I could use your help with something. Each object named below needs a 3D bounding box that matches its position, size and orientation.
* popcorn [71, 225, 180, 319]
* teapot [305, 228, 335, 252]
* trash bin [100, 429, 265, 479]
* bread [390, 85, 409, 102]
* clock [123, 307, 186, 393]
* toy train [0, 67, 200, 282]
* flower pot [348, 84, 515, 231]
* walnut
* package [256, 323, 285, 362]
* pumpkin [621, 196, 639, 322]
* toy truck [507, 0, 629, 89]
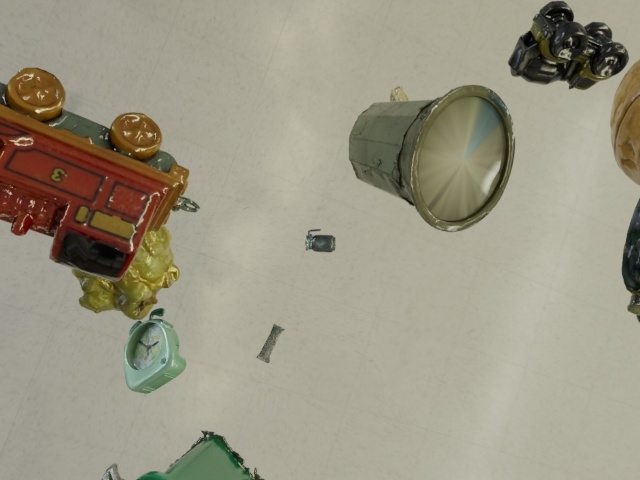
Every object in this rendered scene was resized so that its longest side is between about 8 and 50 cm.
[{"bbox_3d":[-0.484,0.065,1.374,0.252,0.215,0.286,30,112,-16],"label":"popcorn"},{"bbox_3d":[0.000,0.004,1.496,0.083,0.063,0.049,2,60,-1],"label":"teapot"},{"bbox_3d":[-0.249,0.489,0.917,0.259,0.381,0.295,-43,86,0],"label":"trash bin"},{"bbox_3d":[0.200,-0.316,1.346,0.053,0.072,0.105,-17,73,17],"label":"bread"},{"bbox_3d":[-0.403,0.259,1.325,0.148,0.188,0.060,-32,144,15],"label":"clock"},{"bbox_3d":[-0.359,-0.086,0.801,0.369,0.163,0.231,22,51,-21],"label":"toy train"},{"bbox_3d":[0.150,-0.134,0.849,0.212,0.203,0.212,-13,112,-35],"label":"flower pot"},{"bbox_3d":[0.448,-0.144,0.686,0.165,0.165,0.197,-47,145,-12],"label":"walnut"},{"bbox_3d":[-0.132,0.273,1.468,0.037,0.015,0.110,26,58,0],"label":"package"},{"bbox_3d":[0.668,0.039,0.931,0.263,0.197,0.293,-52,121,-14],"label":"pumpkin"},{"bbox_3d":[0.545,-0.407,1.219,0.225,0.165,0.147,16,45,-16],"label":"toy truck"}]
